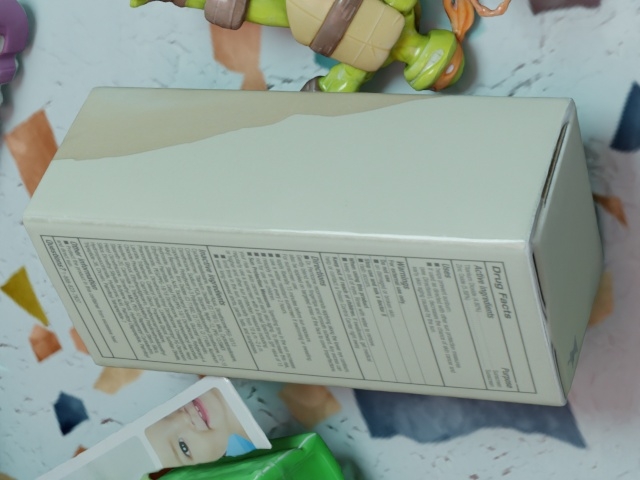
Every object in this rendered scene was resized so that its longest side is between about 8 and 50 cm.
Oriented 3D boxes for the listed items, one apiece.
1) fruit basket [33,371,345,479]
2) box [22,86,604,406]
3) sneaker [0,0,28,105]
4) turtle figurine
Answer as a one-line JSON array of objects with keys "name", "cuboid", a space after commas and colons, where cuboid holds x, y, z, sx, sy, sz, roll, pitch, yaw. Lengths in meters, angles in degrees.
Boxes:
[{"name": "fruit basket", "cuboid": [-0.099, 0.292, 1.199, 0.353, 0.165, 0.327, -31, 90, 31]}, {"name": "box", "cuboid": [0.000, 0.000, 1.062, 0.311, 0.121, 0.148, 4, 138, 20]}, {"name": "sneaker", "cuboid": [-0.285, -0.078, 1.226, 0.104, 0.095, 0.236, 28, 109, 22]}, {"name": "turtle figurine", "cuboid": [0.010, -0.151, 1.062, 0.217, 0.087, 0.269, 28, 133, -9]}]
